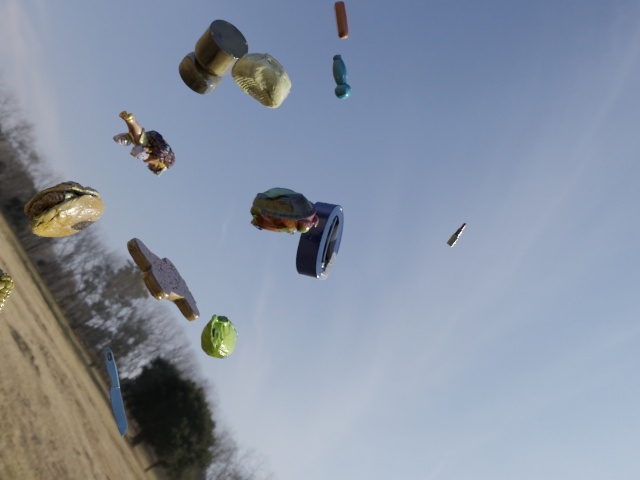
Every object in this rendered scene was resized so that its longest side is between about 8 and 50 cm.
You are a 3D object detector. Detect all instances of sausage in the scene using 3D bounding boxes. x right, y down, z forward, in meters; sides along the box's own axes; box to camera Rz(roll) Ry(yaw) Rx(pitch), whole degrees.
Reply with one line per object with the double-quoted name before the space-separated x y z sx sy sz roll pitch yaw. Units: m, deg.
"sausage" 0.072 -0.758 1.788 0.041 0.039 0.131 154 -69 -71

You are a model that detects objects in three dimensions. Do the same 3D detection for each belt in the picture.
"belt" 0.000 0.000 2.330 0.117 0.346 0.212 11 -9 25

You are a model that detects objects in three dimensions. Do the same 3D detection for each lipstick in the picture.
"lipstick" 0.511 -0.025 1.932 0.025 0.025 0.107 37 -57 12

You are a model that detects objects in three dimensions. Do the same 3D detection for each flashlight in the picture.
"flashlight" 0.059 -0.471 1.493 0.051 0.051 0.128 -10 -91 64

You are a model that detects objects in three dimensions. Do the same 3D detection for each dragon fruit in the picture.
"dragon fruit" -0.147 -0.116 1.995 0.295 0.268 0.130 17 -57 29

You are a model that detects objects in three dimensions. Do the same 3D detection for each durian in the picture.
"durian" -0.352 0.335 1.788 0.250 0.101 0.139 63 32 -68

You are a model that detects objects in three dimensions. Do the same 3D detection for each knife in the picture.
"knife" -0.719 0.527 1.815 0.019 0.045 0.312 -36 -114 35

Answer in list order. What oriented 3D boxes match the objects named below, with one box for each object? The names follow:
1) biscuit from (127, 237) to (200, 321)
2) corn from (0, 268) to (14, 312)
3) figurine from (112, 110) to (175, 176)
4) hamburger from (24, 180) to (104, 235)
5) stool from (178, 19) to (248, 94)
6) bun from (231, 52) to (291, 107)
"biscuit" -0.692 0.189 2.296 0.368 0.076 0.394 54 -2 25
"corn" -0.781 0.196 1.134 0.102 0.312 0.102 29 0 0
"figurine" -0.574 -0.316 1.698 0.175 0.115 0.240 35 -7 38
"hamburger" -0.970 -0.110 1.969 0.144 0.260 0.283 64 11 10
"stool" -0.439 -0.745 2.119 0.264 0.179 0.179 -30 -90 42
"bun" -0.210 -0.604 1.926 0.229 0.145 0.229 33 -6 4
